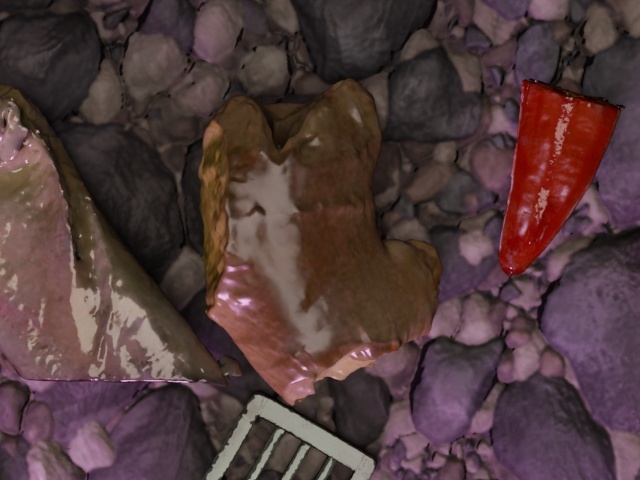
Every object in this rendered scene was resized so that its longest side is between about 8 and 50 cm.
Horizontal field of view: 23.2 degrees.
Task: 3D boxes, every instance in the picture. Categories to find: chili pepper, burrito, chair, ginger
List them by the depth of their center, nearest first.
[{"bbox_3d":[0.000,0.000,1.312,0.221,0.130,0.276,9,95,-8],"label":"ginger"},{"bbox_3d":[0.188,-0.048,1.324,0.088,0.065,0.169,18,100,3],"label":"chili pepper"},{"bbox_3d":[-0.074,0.284,1.331,0.136,0.147,0.270,31,98,1],"label":"chair"},{"bbox_3d":[-0.235,0.027,1.342,0.175,0.107,0.348,-39,89,22],"label":"burrito"}]
